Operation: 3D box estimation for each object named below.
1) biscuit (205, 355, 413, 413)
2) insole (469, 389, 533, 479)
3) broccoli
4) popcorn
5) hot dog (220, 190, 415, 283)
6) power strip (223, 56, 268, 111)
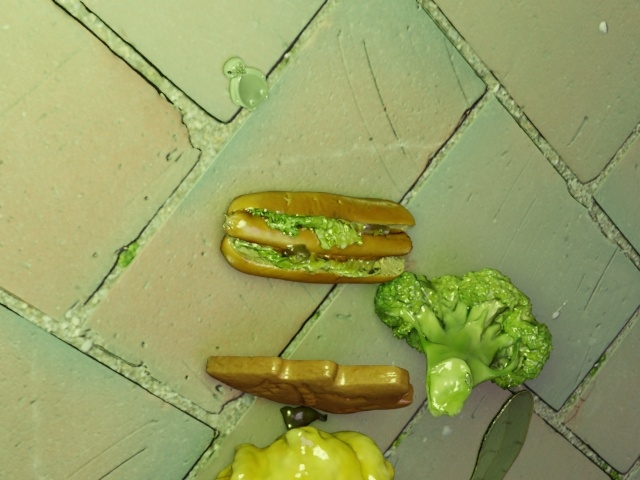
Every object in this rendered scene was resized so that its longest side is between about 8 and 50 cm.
[{"bbox_3d":[-0.017,0.211,1.606,0.306,0.284,0.043,10,72,-14],"label":"biscuit"},{"bbox_3d":[0.313,0.434,2.077,0.119,0.009,0.348,17,102,-40],"label":"insole"},{"bbox_3d":[0.210,0.120,1.692,0.186,0.254,0.302,-57,152,14],"label":"broccoli"},{"bbox_3d":[-0.015,0.422,1.681,0.297,0.281,0.316,-35,118,6],"label":"popcorn"},{"bbox_3d":[0.000,0.000,1.573,0.337,0.100,0.135,5,110,-38],"label":"hot dog"},{"bbox_3d":[-0.095,-0.203,1.448,0.055,0.035,0.083,-45,133,-8],"label":"power strip"}]
